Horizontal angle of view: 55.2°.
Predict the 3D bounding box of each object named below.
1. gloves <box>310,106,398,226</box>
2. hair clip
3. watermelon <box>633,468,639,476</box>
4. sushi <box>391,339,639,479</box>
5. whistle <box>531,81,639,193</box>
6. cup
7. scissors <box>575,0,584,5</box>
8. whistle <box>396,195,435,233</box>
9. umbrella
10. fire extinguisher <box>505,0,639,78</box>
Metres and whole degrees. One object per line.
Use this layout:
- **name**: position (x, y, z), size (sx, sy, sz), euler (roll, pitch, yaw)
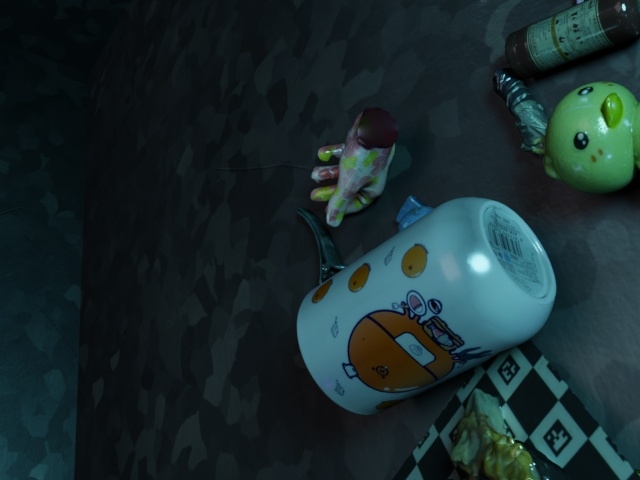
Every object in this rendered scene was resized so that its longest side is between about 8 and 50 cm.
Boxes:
- **gloves**: position (0.063, -0.120, 1.107), size (0.241, 0.126, 0.145), euler (108, 150, -57)
- **hair clip**: position (0.000, 0.000, 1.213), size (0.070, 0.039, 0.229), euler (-52, 38, 27)
- **watermelon**: position (0.305, 0.346, 0.682), size (0.119, 0.063, 0.245), euler (31, 98, 42)
- **sushi**: position (0.189, 0.320, 0.753), size (0.359, 0.064, 0.343), euler (-61, 23, 19)
- **whistle**: position (0.377, -0.129, 0.682), size (0.294, 0.141, 0.141), euler (-10, 71, 49)
- **cup**: position (0.145, 0.087, 0.847), size (0.317, 0.212, 0.212), euler (-38, 50, 37)
- **scissors**: position (0.374, -0.385, 0.870), size (0.039, 0.012, 0.113), euler (-22, 61, 47)
- **whistle**: position (0.154, -0.022, 0.975), size (0.158, 0.090, 0.090), euler (48, 116, 48)
- **umbrella**: position (0.298, -0.172, 0.876), size (0.050, 0.046, 0.188), euler (118, 142, -47)
- **fire extinguisher**: position (0.364, -0.269, 0.808), size (0.231, 0.071, 0.099), euler (-9, 97, 49)
